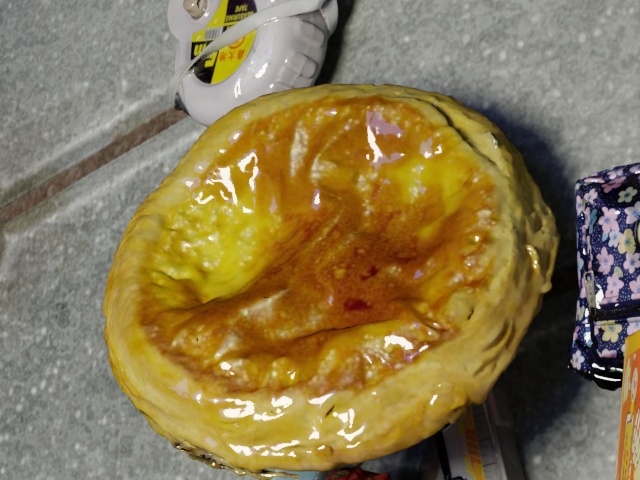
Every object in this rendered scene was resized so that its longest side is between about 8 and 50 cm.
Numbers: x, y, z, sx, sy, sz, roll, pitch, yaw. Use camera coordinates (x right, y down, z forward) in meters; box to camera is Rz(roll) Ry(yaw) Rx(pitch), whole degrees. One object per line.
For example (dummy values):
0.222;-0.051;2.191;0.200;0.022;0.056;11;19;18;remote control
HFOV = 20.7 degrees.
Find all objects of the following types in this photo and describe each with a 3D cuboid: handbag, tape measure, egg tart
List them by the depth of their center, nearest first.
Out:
0.311;0.031;1.494;0.228;0.127;0.208;-8;73;32;handbag
0.014;0.048;1.644;0.443;0.178;0.443;-11;50;13;egg tart
-0.080;-0.210;1.909;0.236;0.120;0.197;1;73;47;tape measure

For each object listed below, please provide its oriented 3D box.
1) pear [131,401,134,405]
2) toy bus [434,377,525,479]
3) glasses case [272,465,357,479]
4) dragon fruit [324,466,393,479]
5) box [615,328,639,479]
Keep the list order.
-0.151;0.143;1.891;0.131;0.107;0.107;-43;54;36;pear
0.149;0.197;1.642;0.072;0.057;0.172;-23;64;26;toy bus
0.005;0.215;1.778;0.105;0.056;0.266;23;95;67;glasses case
0.068;0.280;1.648;0.111;0.153;0.153;-13;69;20;dragon fruit
0.351;0.213;1.293;0.259;0.214;0.284;6;80;5;box
